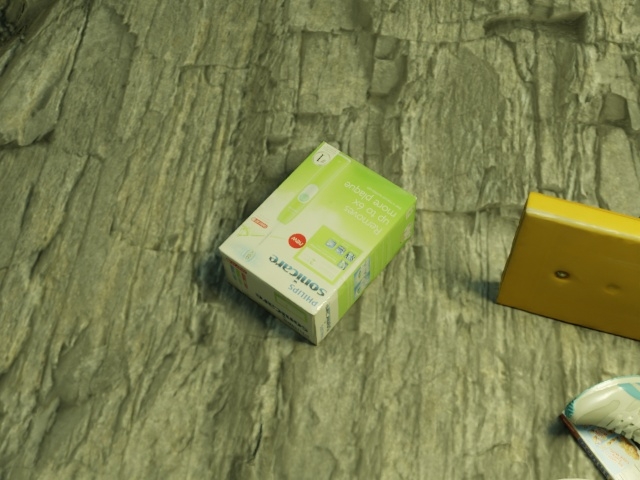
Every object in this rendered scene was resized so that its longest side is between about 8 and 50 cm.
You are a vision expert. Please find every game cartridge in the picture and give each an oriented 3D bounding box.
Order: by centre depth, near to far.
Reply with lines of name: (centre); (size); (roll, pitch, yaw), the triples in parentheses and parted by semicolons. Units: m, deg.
game cartridge: (0.451, 0.054, 1.277); (0.323, 0.285, 0.053); (14, 60, 10)

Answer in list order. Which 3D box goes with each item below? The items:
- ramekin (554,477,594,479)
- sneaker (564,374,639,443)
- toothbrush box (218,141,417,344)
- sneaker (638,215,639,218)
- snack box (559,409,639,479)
ramekin: (0.344, 0.473, 1.107); (0.277, 0.135, 0.277); (-1, 57, 2)
sneaker: (0.477, 0.260, 1.245); (0.228, 0.087, 0.092); (0, 55, -13)
toothbrush box: (0.000, 0.000, 1.423); (0.206, 0.122, 0.283); (34, 66, 21)
sneaker: (0.547, 0.035, 1.413); (0.086, 0.064, 0.192); (0, 61, -4)
snack box: (0.445, 0.321, 1.264); (0.064, 0.022, 0.178); (-26, 61, -15)
